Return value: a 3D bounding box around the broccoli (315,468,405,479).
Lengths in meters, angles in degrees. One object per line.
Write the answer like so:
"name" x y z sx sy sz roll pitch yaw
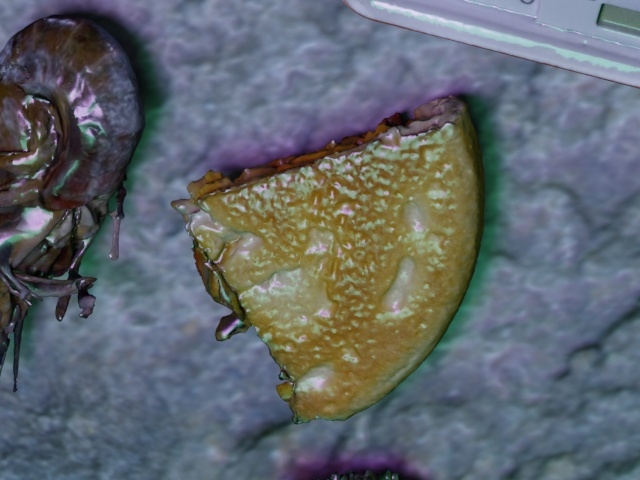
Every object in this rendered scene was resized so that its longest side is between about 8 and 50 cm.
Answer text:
"broccoli" 0.017 0.294 1.568 0.194 0.194 0.219 26 115 -1

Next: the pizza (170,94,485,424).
"pizza" 0.000 0.000 1.474 0.229 0.081 0.289 16 120 -3

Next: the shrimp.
"shrimp" -0.211 -0.010 1.501 0.145 0.116 0.343 24 118 9

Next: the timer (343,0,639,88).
"timer" 0.152 -0.227 1.276 0.257 0.161 0.250 15 128 5
